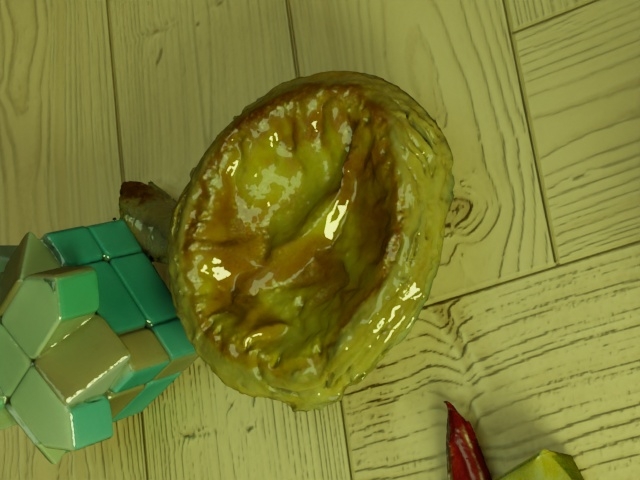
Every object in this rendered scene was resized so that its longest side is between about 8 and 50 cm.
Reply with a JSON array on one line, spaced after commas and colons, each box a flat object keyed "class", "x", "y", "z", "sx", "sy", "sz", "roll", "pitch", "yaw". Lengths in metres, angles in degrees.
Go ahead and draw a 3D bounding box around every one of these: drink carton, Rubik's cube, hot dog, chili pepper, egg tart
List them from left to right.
[{"class": "Rubik's cube", "x": -0.278, "y": 0.095, "z": 1.479, "sx": 0.224, "sy": 0.213, "sz": 0.265, "roll": -45, "pitch": 72, "yaw": 33}, {"class": "hot dog", "x": -0.167, "y": -0.005, "z": 1.559, "sx": 0.169, "sy": 0.078, "sz": 0.061, "roll": 36, "pitch": 136, "yaw": 36}, {"class": "egg tart", "x": 0.000, "y": -0.001, "z": 1.411, "sx": 0.341, "sy": 0.132, "sz": 0.341, "roll": -11, "pitch": 69, "yaw": 30}, {"class": "chili pepper", "x": 0.140, "y": 0.276, "z": 1.295, "sx": 0.050, "sy": 0.059, "sz": 0.268, "roll": 0, "pitch": 69, "yaw": -7}, {"class": "drink carton", "x": 0.220, "y": 0.283, "z": 1.223, "sx": 0.084, "sy": 0.074, "sz": 0.200, "roll": -36, "pitch": 59, "yaw": 20}]
